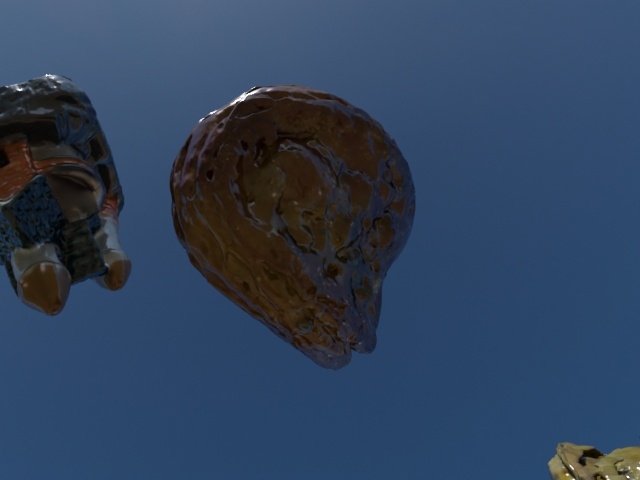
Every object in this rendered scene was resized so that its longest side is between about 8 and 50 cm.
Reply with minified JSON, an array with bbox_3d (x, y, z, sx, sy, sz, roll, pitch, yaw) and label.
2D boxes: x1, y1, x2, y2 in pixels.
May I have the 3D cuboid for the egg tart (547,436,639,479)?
[{"bbox_3d":[0.304,0.247,0.555,0.241,0.241,0.106,36,-84,-9],"label":"egg tart"}]

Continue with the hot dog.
[{"bbox_3d":[0.000,0.000,0.750,0.174,0.387,0.267,9,-110,31],"label":"hot dog"}]

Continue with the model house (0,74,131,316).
[{"bbox_3d":[-0.342,-0.024,0.876,0.190,0.301,0.272,-20,-41,-17],"label":"model house"}]
